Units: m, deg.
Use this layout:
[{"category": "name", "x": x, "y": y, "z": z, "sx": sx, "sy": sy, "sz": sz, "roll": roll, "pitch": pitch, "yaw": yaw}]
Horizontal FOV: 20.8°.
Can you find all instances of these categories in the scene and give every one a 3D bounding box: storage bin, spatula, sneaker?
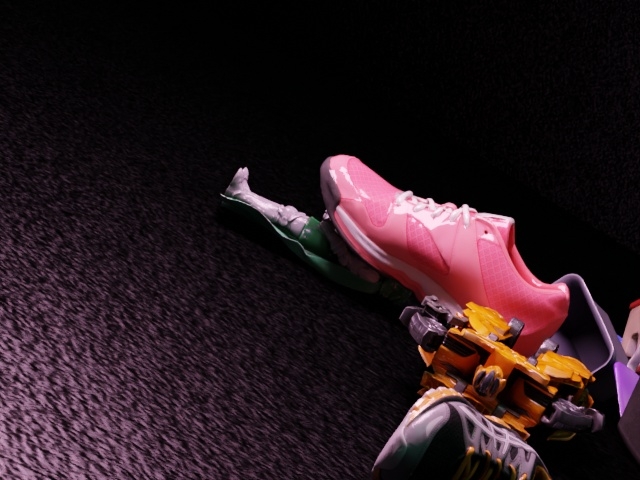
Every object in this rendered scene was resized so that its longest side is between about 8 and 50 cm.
[{"category": "storage bin", "x": 0.303, "y": 0.125, "z": 2.025, "sx": 0.091, "sy": 0.098, "sz": 0.135, "roll": 35, "pitch": 27, "yaw": -44}, {"category": "spatula", "x": 0.372, "y": 0.096, "z": 1.982, "sx": 0.030, "sy": 0.296, "sz": 0.084, "roll": -10, "pitch": -34, "yaw": 40}, {"category": "sneaker", "x": 0.115, "y": 0.169, "z": 1.308, "sx": 0.083, "sy": 0.084, "sz": 0.215, "roll": 41, "pitch": 14, "yaw": 31}, {"category": "sneaker", "x": 0.138, "y": 0.001, "z": 1.863, "sx": 0.314, "sy": 0.136, "sz": 0.116, "roll": 44, "pitch": 20, "yaw": 3}]

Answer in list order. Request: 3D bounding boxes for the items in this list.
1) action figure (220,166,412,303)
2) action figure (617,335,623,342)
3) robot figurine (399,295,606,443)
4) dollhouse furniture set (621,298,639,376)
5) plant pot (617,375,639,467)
[{"category": "action figure", "x": 0.000, "y": 0.000, "z": 1.914, "sx": 0.232, "sy": 0.063, "sz": 0.137, "roll": 33, "pitch": 7, "yaw": 0}, {"category": "action figure", "x": 0.421, "y": 0.143, "z": 2.449, "sx": 0.115, "sy": 0.030, "sz": 0.038, "roll": 27, "pitch": 3, "yaw": 18}, {"category": "robot figurine", "x": 0.175, "y": 0.130, "z": 1.659, "sx": 0.211, "sy": 0.085, "sz": 0.291, "roll": 31, "pitch": 10, "yaw": 12}, {"category": "dollhouse furniture set", "x": 0.532, "y": 0.152, "z": 2.155, "sx": 0.374, "sy": 0.152, "sz": 0.201, "roll": 23, "pitch": -22, "yaw": -10}, {"category": "plant pot", "x": 0.426, "y": 0.190, "z": 1.834, "sx": 0.187, "sy": 0.188, "sz": 0.167, "roll": 24, "pitch": 0, "yaw": -26}]
